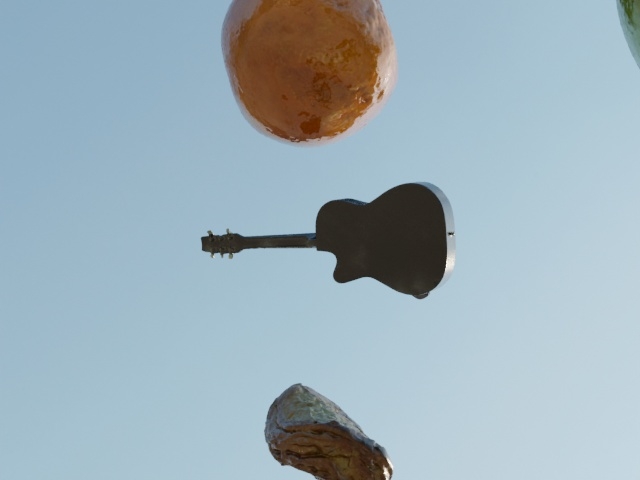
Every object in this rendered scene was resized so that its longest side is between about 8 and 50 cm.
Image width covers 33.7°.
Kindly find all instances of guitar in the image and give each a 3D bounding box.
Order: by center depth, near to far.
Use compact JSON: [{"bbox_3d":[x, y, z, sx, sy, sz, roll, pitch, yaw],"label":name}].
[{"bbox_3d":[0.000,0.000,0.870,0.233,0.025,0.088,-2,-85,26],"label":"guitar"}]

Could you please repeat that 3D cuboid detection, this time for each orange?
[{"bbox_3d":[-0.016,-0.256,1.441,0.261,0.261,0.261,10,-45,10],"label":"orange"}]

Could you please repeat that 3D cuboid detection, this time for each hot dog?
[{"bbox_3d":[0.004,0.300,1.534,0.175,0.114,0.259,35,-4,-15],"label":"hot dog"}]

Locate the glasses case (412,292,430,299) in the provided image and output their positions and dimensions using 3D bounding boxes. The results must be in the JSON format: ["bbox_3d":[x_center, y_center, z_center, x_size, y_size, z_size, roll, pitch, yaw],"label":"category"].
[{"bbox_3d":[0.132,0.060,1.601,0.083,0.023,0.033,33,-28,-22],"label":"glasses case"}]

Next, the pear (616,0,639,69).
[{"bbox_3d":[0.330,-0.145,0.853,0.139,0.288,0.239,-24,-60,11],"label":"pear"}]
